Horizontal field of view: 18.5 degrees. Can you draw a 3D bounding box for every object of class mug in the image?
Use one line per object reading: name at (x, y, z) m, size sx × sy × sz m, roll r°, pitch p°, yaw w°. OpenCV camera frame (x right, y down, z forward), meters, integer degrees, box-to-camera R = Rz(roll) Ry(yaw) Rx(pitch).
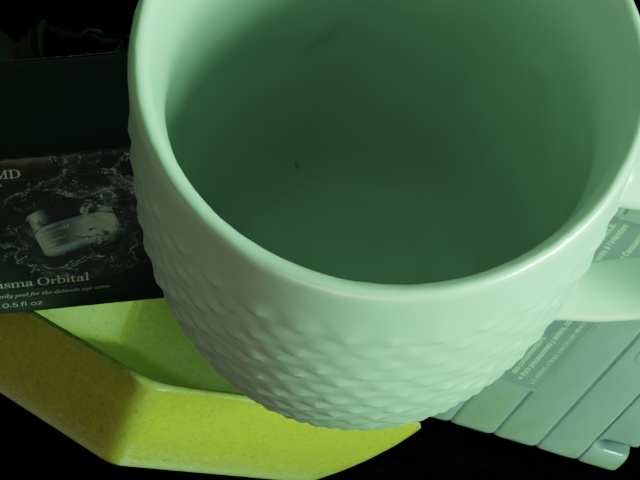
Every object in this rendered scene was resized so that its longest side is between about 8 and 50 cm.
mug at (0.074, -0.021, 1.167) m, size 0.374 × 0.276 × 0.328 m, roll 8°, pitch 155°, yaw 0°

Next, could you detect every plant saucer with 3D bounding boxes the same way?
plant saucer at (-0.143, 0.093, 1.481) m, size 0.332 × 0.081 × 0.333 m, roll 25°, pitch -173°, yaw 37°

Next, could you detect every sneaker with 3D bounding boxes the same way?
sneaker at (-0.132, -0.107, 1.332) m, size 0.158 × 0.061 × 0.065 m, roll 16°, pitch 149°, yaw -13°

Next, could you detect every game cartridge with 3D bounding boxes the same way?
game cartridge at (0.195, 0.032, 1.410) m, size 0.230 × 0.068 × 0.355 m, roll 21°, pitch 139°, yaw -11°

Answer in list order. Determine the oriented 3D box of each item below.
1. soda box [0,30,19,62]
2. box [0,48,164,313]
soda box at (-0.251, -0.090, 1.374) m, size 0.098 × 0.091 × 0.286 m, roll -7°, pitch 150°, yaw 35°
box at (-0.184, -0.035, 1.288) m, size 0.156 × 0.093 × 0.158 m, roll -6°, pitch 140°, yaw -7°
